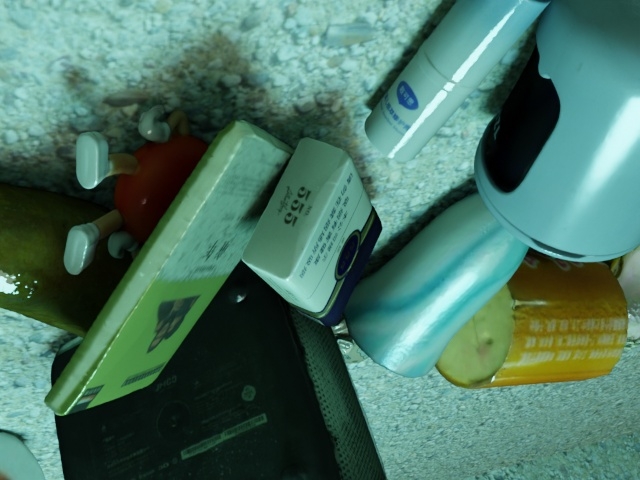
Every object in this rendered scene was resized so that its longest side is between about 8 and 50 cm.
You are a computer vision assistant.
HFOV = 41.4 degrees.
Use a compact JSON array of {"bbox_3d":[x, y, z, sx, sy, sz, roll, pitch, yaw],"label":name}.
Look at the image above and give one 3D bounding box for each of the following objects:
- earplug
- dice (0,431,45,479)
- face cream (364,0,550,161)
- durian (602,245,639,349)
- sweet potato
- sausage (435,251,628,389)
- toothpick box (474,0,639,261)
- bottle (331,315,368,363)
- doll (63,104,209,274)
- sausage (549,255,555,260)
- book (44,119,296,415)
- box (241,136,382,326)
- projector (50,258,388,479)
[{"bbox_3d":[0.195,0.042,1.263,0.185,0.185,0.324,8,136,-39],"label":"earplug"},{"bbox_3d":[-0.622,0.478,1.410,0.251,0.259,0.243,-32,146,24],"label":"dice"},{"bbox_3d":[0.141,-0.191,0.917,0.077,0.077,0.250,2,144,-34],"label":"face cream"},{"bbox_3d":[0.605,0.066,1.571,0.305,0.185,0.195,-5,122,-12],"label":"durian"},{"bbox_3d":[-0.312,0.014,0.935,0.158,0.157,0.370,-35,140,26],"label":"sweet potato"},{"bbox_3d":[0.346,0.131,1.437,0.287,0.233,0.233,4,143,-33],"label":"sausage"},{"bbox_3d":[0.340,-0.159,0.922,0.263,0.263,0.354,-10,148,-16],"label":"toothpick box"},{"bbox_3d":[0.038,0.141,1.401,0.099,0.098,0.152,-22,150,4],"label":"bottle"},{"bbox_3d":[-0.179,-0.059,0.916,0.217,0.085,0.183,-17,128,-49],"label":"doll"},{"bbox_3d":[0.469,-0.061,1.342,0.264,0.083,0.083,-30,149,15],"label":"sausage"},{"bbox_3d":[-0.144,0.032,0.944,0.352,0.035,0.239,-56,168,7],"label":"book"},{"bbox_3d":[0.000,0.000,1.046,0.168,0.071,0.259,-64,160,-10],"label":"box"},{"bbox_3d":[-0.150,0.278,1.198,0.395,0.405,0.242,-26,150,12],"label":"projector"}]
